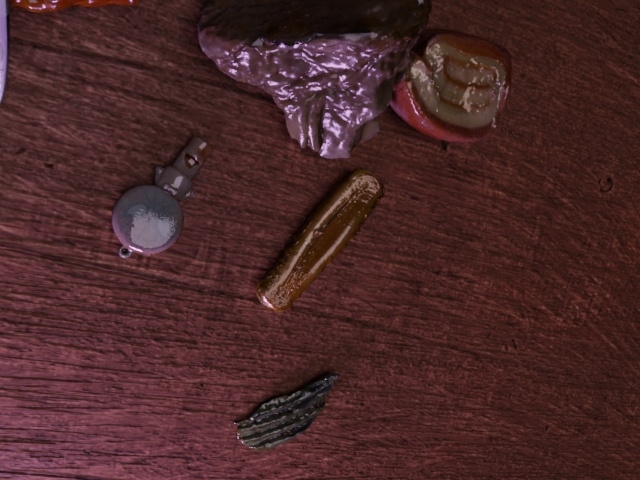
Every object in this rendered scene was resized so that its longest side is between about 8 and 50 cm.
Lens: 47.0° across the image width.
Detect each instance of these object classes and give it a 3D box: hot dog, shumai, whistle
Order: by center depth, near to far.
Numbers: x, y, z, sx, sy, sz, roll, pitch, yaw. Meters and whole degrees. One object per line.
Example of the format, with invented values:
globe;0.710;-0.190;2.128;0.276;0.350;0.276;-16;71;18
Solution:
whistle;-0.241;-0.066;1.126;0.107;0.057;0.220;35;80;-14
shumai;0.004;-0.291;1.147;0.346;0.217;0.283;-13;149;5
hot dog;-0.001;-0.001;1.248;0.083;0.068;0.289;41;86;-3

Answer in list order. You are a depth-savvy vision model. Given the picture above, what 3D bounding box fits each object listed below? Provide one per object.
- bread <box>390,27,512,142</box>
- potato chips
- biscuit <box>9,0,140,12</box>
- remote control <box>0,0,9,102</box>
bread;0.211;-0.269;1.261;0.244;0.123;0.190;5;100;-25
potato chips;-0.051;0.309;1.311;0.207;0.028;0.092;-24;111;-17
biscuit;-0.393;-0.452;0.939;0.318;0.110;0.312;-11;106;-23
remote control;-0.442;-0.266;0.925;0.097;0.045;0.256;9;134;-19
